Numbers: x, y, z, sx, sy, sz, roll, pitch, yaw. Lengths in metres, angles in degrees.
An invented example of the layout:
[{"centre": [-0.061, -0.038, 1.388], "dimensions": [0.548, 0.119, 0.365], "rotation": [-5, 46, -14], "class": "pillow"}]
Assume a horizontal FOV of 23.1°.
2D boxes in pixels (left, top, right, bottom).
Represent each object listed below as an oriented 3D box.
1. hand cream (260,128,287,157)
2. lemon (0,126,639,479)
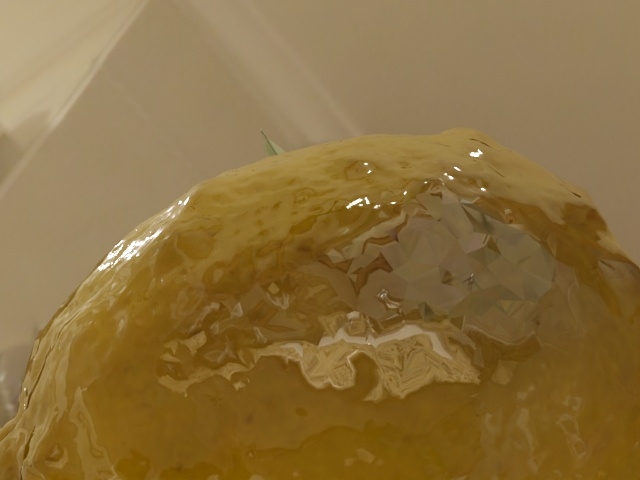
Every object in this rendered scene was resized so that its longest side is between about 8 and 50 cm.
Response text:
[{"centre": [0.000, 0.000, 1.193], "dimensions": [0.050, 0.078, 0.205], "rotation": [-29, -38, -3], "class": "hand cream"}, {"centre": [0.009, 0.087, 0.748], "dimensions": [0.316, 0.285, 0.285], "rotation": [-34, -72, 9], "class": "lemon"}]
